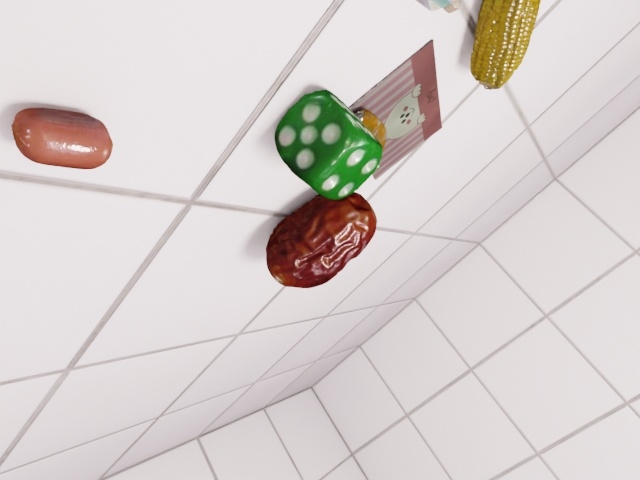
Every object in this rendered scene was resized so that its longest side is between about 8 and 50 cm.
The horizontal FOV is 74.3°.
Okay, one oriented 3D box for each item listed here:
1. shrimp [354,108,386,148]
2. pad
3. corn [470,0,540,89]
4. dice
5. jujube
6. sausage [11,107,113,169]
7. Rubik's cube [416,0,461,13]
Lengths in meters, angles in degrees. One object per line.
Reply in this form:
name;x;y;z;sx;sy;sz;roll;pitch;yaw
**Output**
shrimp;0.058;-0.167;0.802;0.161;0.049;0.166;-34;156;-1
pad;0.161;-0.242;0.860;0.202;0.005;0.300;-38;157;5
corn;0.314;-0.369;0.720;0.097;0.097;0.262;-32;150;-10
dice;0.015;-0.150;0.672;0.120;0.131;0.128;-44;154;18
jujube;0.000;0.000;0.893;0.250;0.174;0.174;-33;157;-1
sausage;-0.270;-0.108;0.449;0.094;0.059;0.054;-2;127;-46
Rubik's cube;0.175;-0.357;0.577;0.075;0.073;0.084;-35;159;-4
